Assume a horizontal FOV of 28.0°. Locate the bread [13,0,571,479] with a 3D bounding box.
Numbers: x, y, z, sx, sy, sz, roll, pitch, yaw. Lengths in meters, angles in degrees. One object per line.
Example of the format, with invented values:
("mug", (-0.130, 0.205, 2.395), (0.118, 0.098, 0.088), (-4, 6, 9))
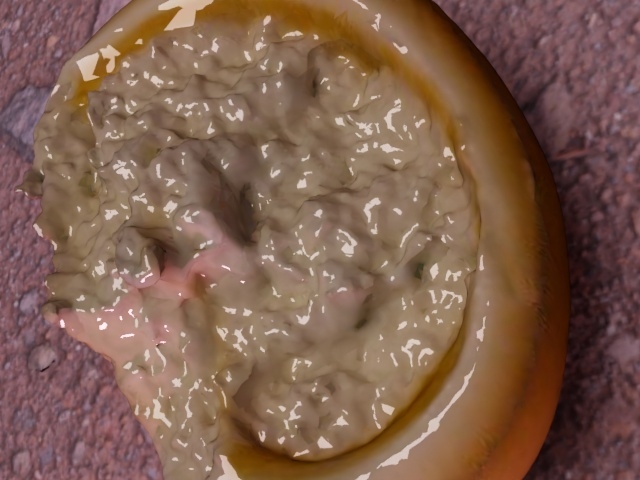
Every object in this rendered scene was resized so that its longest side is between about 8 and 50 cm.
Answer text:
("bread", (-0.018, 0.015, 0.860), (0.329, 0.245, 0.424), (-19, 64, -11))
